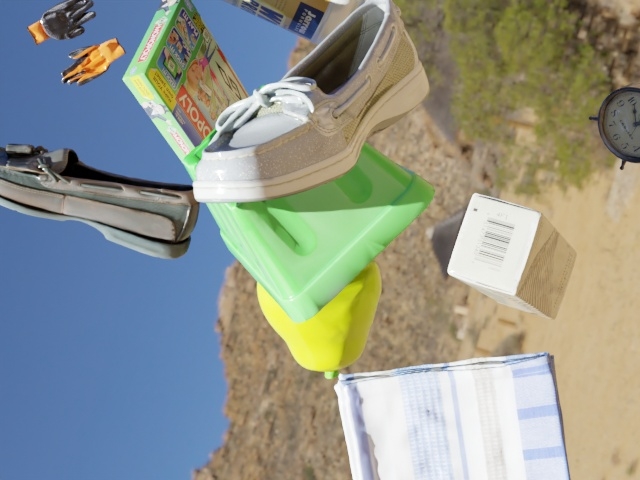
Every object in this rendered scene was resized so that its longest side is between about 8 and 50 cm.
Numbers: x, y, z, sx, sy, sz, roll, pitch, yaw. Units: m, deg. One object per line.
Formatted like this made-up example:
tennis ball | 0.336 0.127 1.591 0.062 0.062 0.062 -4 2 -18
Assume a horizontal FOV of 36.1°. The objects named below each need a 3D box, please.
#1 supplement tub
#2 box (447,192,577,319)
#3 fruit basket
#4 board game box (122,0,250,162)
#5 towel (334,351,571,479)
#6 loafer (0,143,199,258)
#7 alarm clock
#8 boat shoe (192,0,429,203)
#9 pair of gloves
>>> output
supplement tub | -0.033 -0.488 1.756 0.228 0.316 0.228 -157 90 -82
box | 0.260 0.028 1.300 0.275 0.094 0.113 22 -94 -64
fruit basket | 0.000 0.000 1.365 0.283 0.392 0.392 -44 -14 -3
board game box | -0.199 -0.227 1.656 0.317 0.046 0.214 58 -146 -41
towel | 0.172 0.258 1.265 0.034 0.285 0.209 -38 -60 -81
loafer | -0.259 -0.065 1.063 0.096 0.267 0.084 -92 24 -66
alarm clock | 0.541 -0.204 1.618 0.064 0.129 0.192 -26 -7 -35
boat shoe | -0.007 -0.123 0.862 0.320 0.118 0.103 -39 -60 -45
pair of gloves | -0.251 -0.205 1.014 0.083 0.074 0.010 58 -179 -21
